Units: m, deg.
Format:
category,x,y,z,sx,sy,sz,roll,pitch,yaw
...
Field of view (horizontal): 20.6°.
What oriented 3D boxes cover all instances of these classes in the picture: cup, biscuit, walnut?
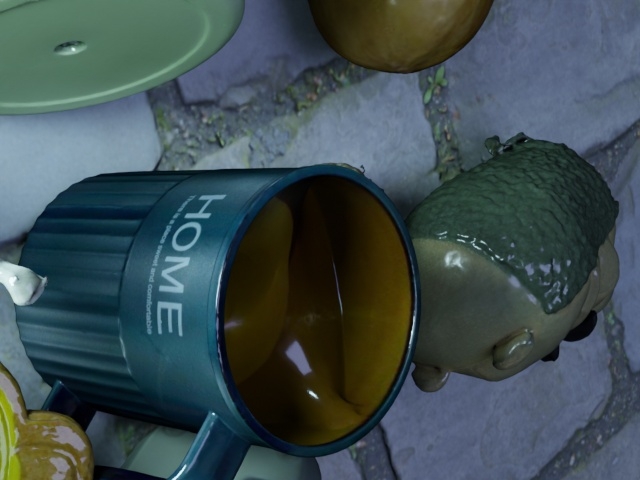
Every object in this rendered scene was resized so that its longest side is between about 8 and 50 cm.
category,x,y,z,sx,sy,sz,roll,pitch,yaw
cup,-0.101,0.083,1.547,0.242,0.292,0.307,5,90,-46
biscuit,-0.326,0.178,1.405,0.290,0.041,0.208,9,96,-15
walnut,0.092,-0.310,1.793,0.203,0.203,0.297,29,69,-43

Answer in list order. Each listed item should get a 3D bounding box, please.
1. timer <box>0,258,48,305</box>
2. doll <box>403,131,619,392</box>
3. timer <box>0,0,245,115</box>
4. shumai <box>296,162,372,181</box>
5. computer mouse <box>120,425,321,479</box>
category,x,y,z,sx,sy,sz,roll,pitch,yaw
timer,-0.328,-0.020,1.327,0.175,0.266,0.175,-3,94,-45
doll,0.209,0.023,1.914,0.349,0.247,0.247,-50,126,-50
timer,-0.236,-0.297,1.444,0.291,0.291,0.315,0,71,-46
shumai,-0.002,-0.002,1.774,0.145,0.146,0.116,-50,144,-31
computer mouse,-0.107,0.272,1.547,0.331,0.197,0.095,-64,168,-56
